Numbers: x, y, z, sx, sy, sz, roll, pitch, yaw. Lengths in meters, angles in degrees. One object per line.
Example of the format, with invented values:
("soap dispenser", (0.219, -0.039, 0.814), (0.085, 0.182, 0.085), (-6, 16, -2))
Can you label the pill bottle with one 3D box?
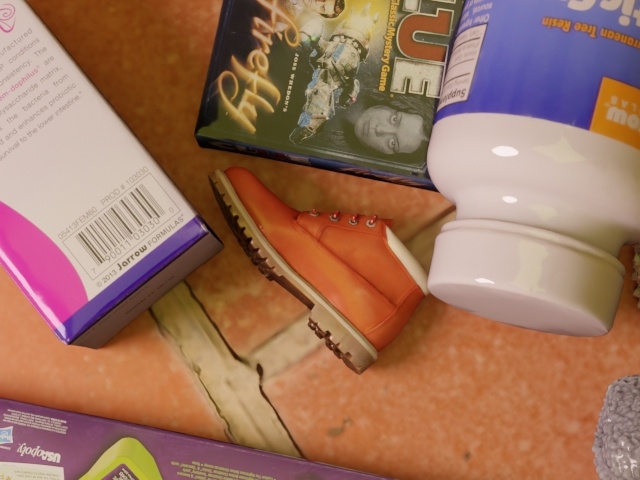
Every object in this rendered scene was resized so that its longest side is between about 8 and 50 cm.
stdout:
("pill bottle", (0.151, -0.087, 0.964), (0.152, 0.152, 0.272), (14, 78, 4))

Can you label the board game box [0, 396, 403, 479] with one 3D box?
("board game box", (-0.089, 0.225, 0.997), (0.347, 0.056, 0.208), (12, 79, 3))

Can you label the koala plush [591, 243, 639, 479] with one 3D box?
("koala plush", (0.265, 0.077, 0.958), (0.196, 0.203, 0.221), (-4, 61, 13))

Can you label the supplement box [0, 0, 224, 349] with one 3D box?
("supplement box", (-0.173, -0.051, 1.000), (0.111, 0.114, 0.220), (-38, 84, -2))

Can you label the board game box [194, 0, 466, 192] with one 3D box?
("board game box", (0.024, -0.166, 1.043), (0.165, 0.042, 0.243), (11, 83, 3))

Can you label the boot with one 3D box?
("boot", (0.000, 0.000, 1.019), (0.084, 0.059, 0.158), (-44, 92, -7))
